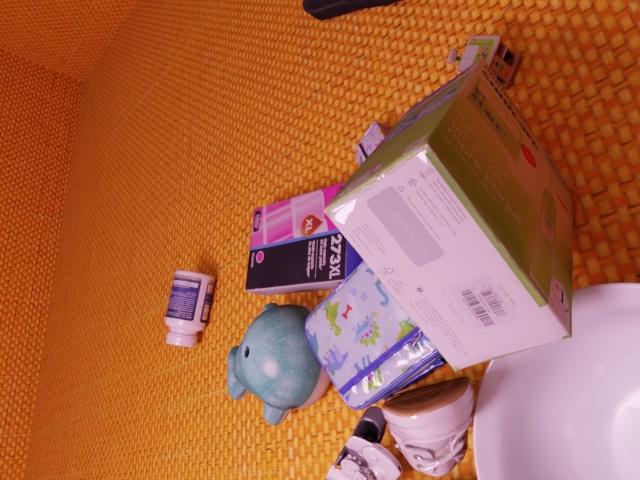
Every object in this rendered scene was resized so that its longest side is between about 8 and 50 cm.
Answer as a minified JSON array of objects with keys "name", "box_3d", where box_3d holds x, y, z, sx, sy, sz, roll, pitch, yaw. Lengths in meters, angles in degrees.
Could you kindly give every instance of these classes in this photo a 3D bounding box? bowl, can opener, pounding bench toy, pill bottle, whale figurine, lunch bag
[{"name":"bowl","box_3d":[0.293,0.192,0.434,0.298,0.134,0.297,-28,55,49]},{"name":"can opener","box_3d":[0.039,0.343,0.686,0.074,0.093,0.280,31,125,14]},{"name":"pounding bench toy","box_3d":[0.234,-0.258,0.728,0.083,0.065,0.052,26,98,50]},{"name":"pill bottle","box_3d":[-0.309,0.158,1.170,0.094,0.094,0.169,-1,75,48]},{"name":"whale figurine","box_3d":[-0.101,0.211,0.881,0.272,0.141,0.216,-25,59,42]},{"name":"lunch bag","box_3d":[0.090,0.127,0.721,0.219,0.090,0.176,-45,63,29]},{"name":"lunch bag","box_3d":[0.095,-0.148,0.858,0.083,0.053,0.071,-52,42,36]}]

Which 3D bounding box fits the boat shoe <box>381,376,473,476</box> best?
[{"name":"boat shoe","box_3d":[0.129,0.215,0.568,0.098,0.277,0.096,-17,72,2]}]

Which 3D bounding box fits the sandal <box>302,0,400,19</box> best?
[{"name":"sandal","box_3d":[0.097,-0.532,0.948,0.446,0.107,0.167,3,79,49]}]

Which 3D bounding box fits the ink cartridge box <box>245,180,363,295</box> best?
[{"name":"ink cartridge box","box_3d":[0.000,0.000,0.908,0.371,0.069,0.175,-10,69,44]}]

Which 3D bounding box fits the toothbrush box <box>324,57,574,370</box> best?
[{"name":"toothbrush box","box_3d":[0.158,-0.044,0.529,0.122,0.206,0.283,-31,13,37]}]
